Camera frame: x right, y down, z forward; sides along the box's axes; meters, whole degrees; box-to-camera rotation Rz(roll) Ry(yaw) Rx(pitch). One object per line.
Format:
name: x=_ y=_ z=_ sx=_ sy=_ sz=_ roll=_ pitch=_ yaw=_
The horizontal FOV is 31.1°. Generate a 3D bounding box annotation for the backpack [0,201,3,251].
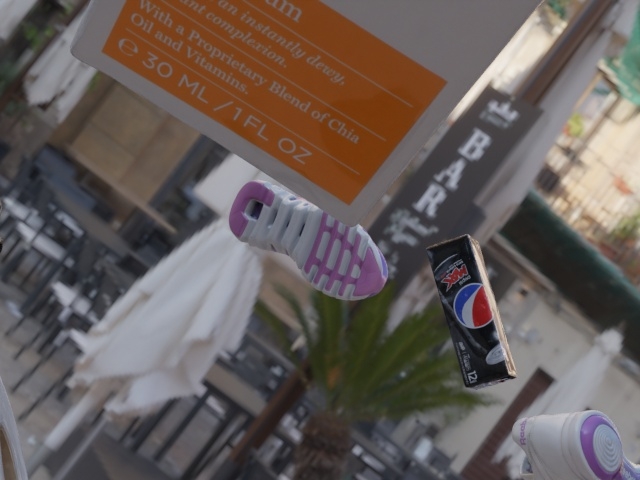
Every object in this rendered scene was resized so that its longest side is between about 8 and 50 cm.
backpack: x=-0.557 y=0.094 z=1.308 sx=0.273 sy=0.356 sz=0.290 roll=26 pitch=23 yaw=-4

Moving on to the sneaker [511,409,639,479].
sneaker: x=0.371 y=0.336 z=1.599 sx=0.152 sy=0.114 sz=0.305 roll=-4 pitch=-49 yaw=40

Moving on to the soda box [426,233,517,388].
soda box: x=0.173 y=0.082 z=1.316 sx=0.060 sy=0.053 sz=0.169 roll=25 pitch=47 yaw=-68

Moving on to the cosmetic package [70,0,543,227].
cosmetic package: x=0.053 y=-0.239 z=0.659 sx=0.230 sy=0.453 sz=0.161 roll=31 pitch=42 yaw=-7

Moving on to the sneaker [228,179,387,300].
sneaker: x=0.000 y=0.000 z=1.417 sx=0.236 sy=0.095 sz=0.104 roll=30 pitch=7 yaw=35

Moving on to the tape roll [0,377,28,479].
tape roll: x=-0.370 y=0.278 z=1.215 sx=0.286 sy=0.100 sz=0.286 roll=168 pitch=-90 yaw=-79
